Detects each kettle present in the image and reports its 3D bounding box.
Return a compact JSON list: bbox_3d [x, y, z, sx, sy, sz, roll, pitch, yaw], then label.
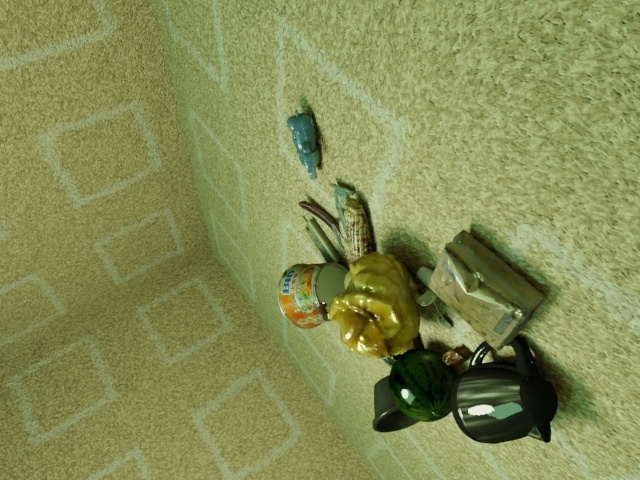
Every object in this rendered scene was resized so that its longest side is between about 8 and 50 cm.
[{"bbox_3d":[0.517,0.414,1.245,0.207,0.251,0.271,31,150,-8],"label":"kettle"}]

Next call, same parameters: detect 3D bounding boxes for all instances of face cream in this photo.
[{"bbox_3d":[0.363,0.141,1.368,0.182,0.051,0.072,41,156,42],"label":"face cream"}]

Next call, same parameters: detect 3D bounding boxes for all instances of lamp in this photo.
[{"bbox_3d":[0.355,0.227,1.429,0.050,0.056,0.198,34,165,50],"label":"lamp"}]

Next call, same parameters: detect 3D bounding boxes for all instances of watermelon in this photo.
[{"bbox_3d":[0.351,0.492,1.577,0.242,0.242,0.243,46,154,31],"label":"watermelon"}]

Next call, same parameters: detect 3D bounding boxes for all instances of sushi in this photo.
[{"bbox_3d":[0.440,0.373,1.488,0.052,0.055,0.120,63,149,21],"label":"sushi"}]

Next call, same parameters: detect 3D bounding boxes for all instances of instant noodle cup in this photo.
[{"bbox_3d":[0.000,0.218,1.922,0.213,0.296,0.297,-17,102,47],"label":"instant noodle cup"}]

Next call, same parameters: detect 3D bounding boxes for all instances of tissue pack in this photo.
[{"bbox_3d":[0.406,0.131,1.177,0.257,0.122,0.215,48,157,29],"label":"tissue pack"}]

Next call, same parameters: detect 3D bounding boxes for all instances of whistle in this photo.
[{"bbox_3d":[-0.054,-0.334,1.625,0.180,0.093,0.269,-109,5,-53],"label":"whistle"}]

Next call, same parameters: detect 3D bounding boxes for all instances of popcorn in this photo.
[{"bbox_3d":[0.156,0.218,1.509,0.381,0.349,0.349,-12,111,28],"label":"popcorn"}]

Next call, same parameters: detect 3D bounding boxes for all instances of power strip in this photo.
[{"bbox_3d":[0.000,0.000,1.984,0.268,0.034,0.092,56,158,11],"label":"power strip"}]

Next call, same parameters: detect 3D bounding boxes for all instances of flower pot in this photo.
[{"bbox_3d":[0.315,0.651,1.887,0.269,0.268,0.166,85,168,-46],"label":"flower pot"}]

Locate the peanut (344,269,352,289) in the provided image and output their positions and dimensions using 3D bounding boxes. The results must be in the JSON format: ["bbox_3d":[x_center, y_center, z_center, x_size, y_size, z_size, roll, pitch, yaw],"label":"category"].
[{"bbox_3d":[0.154,0.167,1.761,0.140,0.109,0.159,18,152,19],"label":"peanut"}]

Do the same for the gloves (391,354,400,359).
[{"bbox_3d":[0.236,0.383,1.863,0.212,0.111,0.128,30,148,38],"label":"gloves"}]

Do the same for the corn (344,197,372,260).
[{"bbox_3d":[0.132,-0.031,1.610,0.086,0.086,0.254,33,144,47],"label":"corn"}]

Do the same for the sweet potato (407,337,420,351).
[{"bbox_3d":[0.327,0.358,1.703,0.078,0.058,0.256,-127,16,-77],"label":"sweet potato"}]

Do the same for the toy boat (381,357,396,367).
[{"bbox_3d":[0.302,0.485,1.887,0.059,0.069,0.173,59,164,-19],"label":"toy boat"}]

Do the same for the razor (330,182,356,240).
[{"bbox_3d":[0.095,-0.070,1.671,0.111,0.056,0.278,30,143,49],"label":"razor"}]

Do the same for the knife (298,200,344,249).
[{"bbox_3d":[0.011,-0.078,1.845,0.278,0.053,0.123,45,157,35],"label":"knife"}]
